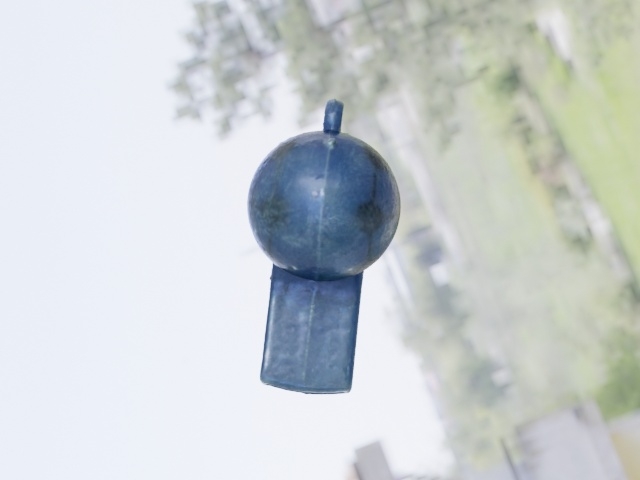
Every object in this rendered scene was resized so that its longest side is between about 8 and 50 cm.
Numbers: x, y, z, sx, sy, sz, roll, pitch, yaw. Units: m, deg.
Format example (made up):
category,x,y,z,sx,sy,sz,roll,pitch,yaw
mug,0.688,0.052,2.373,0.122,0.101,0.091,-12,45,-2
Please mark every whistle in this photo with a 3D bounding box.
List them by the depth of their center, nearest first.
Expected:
category,x,y,z,sx,sy,sz,roll,pitch,yaw
whistle,0.000,0.000,1.057,0.090,0.090,0.158,63,-148,-76
